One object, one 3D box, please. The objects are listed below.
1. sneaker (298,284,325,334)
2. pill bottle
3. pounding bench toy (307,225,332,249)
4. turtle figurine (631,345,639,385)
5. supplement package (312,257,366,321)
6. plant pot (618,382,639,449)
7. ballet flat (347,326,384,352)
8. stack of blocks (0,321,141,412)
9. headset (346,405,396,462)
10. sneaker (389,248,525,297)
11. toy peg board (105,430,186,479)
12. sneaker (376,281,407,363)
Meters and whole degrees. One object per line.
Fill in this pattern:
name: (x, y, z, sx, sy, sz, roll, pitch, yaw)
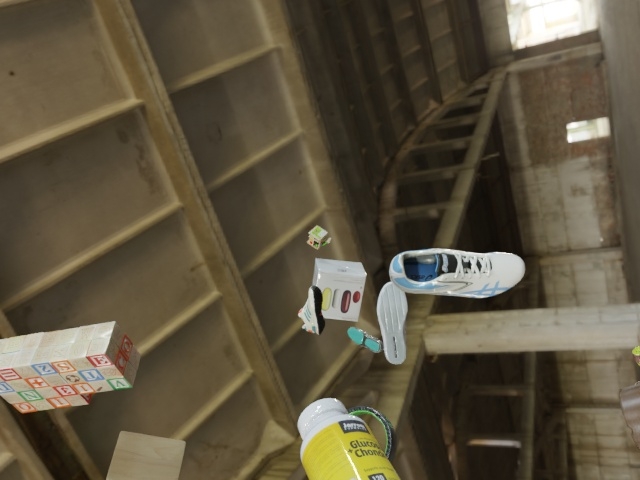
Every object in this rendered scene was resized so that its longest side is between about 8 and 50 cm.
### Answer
sneaker: (-0.034, 0.201, 1.648, 0.057, 0.076, 0.161, -49, -41, -51)
pill bottle: (0.035, 0.295, 0.743, 0.184, 0.103, 0.103, 50, 168, 55)
pounding bench toy: (0.000, 0.000, 2.093, 0.052, 0.083, 0.065, -43, -22, -35)
turtle figurine: (0.958, 0.413, 1.651, 0.217, 0.087, 0.269, 67, -153, -21)
supplement package: (0.066, 0.197, 2.290, 0.149, 0.195, 0.202, -103, 20, -72)
plant pot: (0.688, 0.332, 1.106, 0.167, 0.165, 0.166, 36, -138, -41)
ballet flat: (0.122, 0.262, 1.497, 0.041, 0.114, 0.041, -24, -54, -38)
stack of blocks: (-0.559, 0.283, 1.255, 0.087, 0.298, 0.171, -91, -13, -46)
headset: (0.087, 0.756, 1.961, 0.394, 0.243, 0.185, -56, -40, -3)
sneaker: (0.240, 0.053, 0.991, 0.086, 0.238, 0.085, 81, -173, -70)
toy peg board: (-0.425, 0.564, 1.375, 0.079, 0.162, 0.160, 114, 165, -45)
sneaker: (0.219, 0.248, 1.756, 0.091, 0.094, 0.257, -83, -8, -80)
